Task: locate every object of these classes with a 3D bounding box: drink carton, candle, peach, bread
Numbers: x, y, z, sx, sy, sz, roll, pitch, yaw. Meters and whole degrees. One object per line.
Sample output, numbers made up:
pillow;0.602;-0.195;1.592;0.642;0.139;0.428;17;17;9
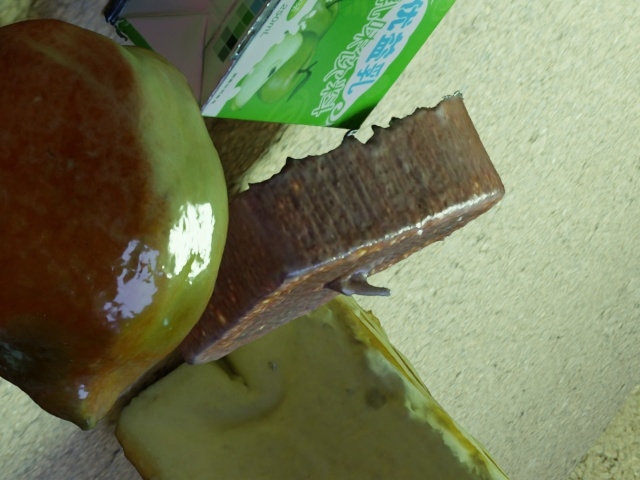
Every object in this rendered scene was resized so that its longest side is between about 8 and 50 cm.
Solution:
drink carton;-0.018;-0.179;1.425;0.161;0.108;0.271;-52;159;18
candle;0.000;0.000;1.579;0.317;0.131;0.287;-30;173;8
peach;-0.167;-0.007;1.228;0.232;0.232;0.257;3;84;-63
bread;0.033;0.257;1.909;0.279;0.390;0.371;-42;157;0
